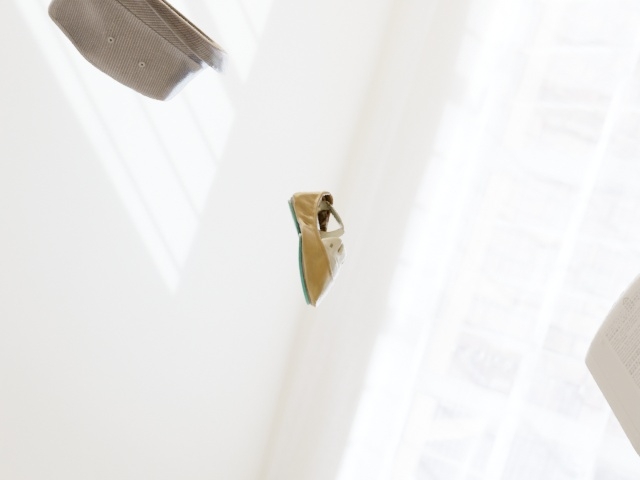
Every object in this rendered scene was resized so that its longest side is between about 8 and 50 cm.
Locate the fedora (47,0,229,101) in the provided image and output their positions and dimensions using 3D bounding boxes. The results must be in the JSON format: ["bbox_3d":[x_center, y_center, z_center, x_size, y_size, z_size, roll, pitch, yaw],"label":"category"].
[{"bbox_3d":[-0.252,-0.277,1.519,0.275,0.124,0.244,40,-175,-25],"label":"fedora"}]

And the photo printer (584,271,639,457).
[{"bbox_3d":[0.495,0.150,1.633,0.107,0.256,0.307,28,-161,-18],"label":"photo printer"}]

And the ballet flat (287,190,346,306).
[{"bbox_3d":[0.000,0.000,1.628,0.073,0.080,0.232,-13,-141,1],"label":"ballet flat"}]
